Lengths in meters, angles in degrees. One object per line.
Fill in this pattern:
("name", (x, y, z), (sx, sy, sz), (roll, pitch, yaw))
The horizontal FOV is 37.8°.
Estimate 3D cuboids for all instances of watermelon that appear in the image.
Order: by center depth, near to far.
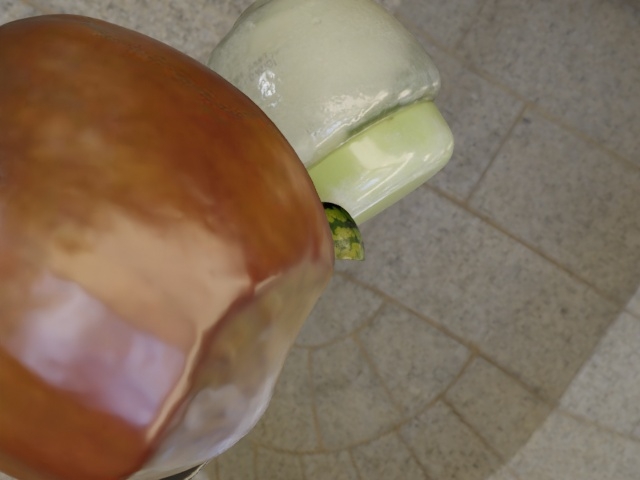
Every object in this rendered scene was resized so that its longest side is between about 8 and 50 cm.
("watermelon", (0.006, -0.012, 1.135), (0.087, 0.069, 0.163), (6, 178, 35))

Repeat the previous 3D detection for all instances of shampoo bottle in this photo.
("shampoo bottle", (0.002, -0.177, 1.284), (0.317, 0.322, 0.322), (55, -167, 4))

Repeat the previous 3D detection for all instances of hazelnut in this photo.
("hazelnut", (-0.176, 0.021, 0.718), (0.366, 0.366, 0.366), (30, -170, -6))

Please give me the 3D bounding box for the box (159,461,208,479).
("box", (-0.222, 0.250, 1.197), (0.212, 0.201, 0.042), (26, 140, 41))
